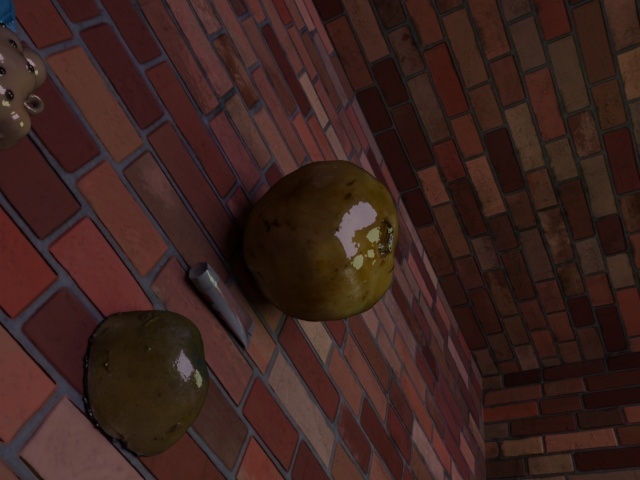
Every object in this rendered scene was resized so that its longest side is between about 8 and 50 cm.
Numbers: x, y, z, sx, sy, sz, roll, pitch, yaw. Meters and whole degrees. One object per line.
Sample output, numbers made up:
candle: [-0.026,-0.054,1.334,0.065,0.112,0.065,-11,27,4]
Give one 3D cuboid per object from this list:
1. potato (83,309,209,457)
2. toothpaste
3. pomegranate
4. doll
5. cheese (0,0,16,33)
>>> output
potato: [-0.210,0.184,0.725,0.182,0.117,0.202,29,48,-61]
toothpaste: [-0.169,0.116,0.950,0.067,0.043,0.194,-84,153,-47]
pomegranate: [0.000,0.000,1.067,0.332,0.333,0.332,45,36,-47]
doll: [-0.424,-0.217,0.549,0.278,0.119,0.154,42,36,-33]
cheese: [-0.466,-0.355,0.627,0.256,0.037,0.106,53,29,-34]
